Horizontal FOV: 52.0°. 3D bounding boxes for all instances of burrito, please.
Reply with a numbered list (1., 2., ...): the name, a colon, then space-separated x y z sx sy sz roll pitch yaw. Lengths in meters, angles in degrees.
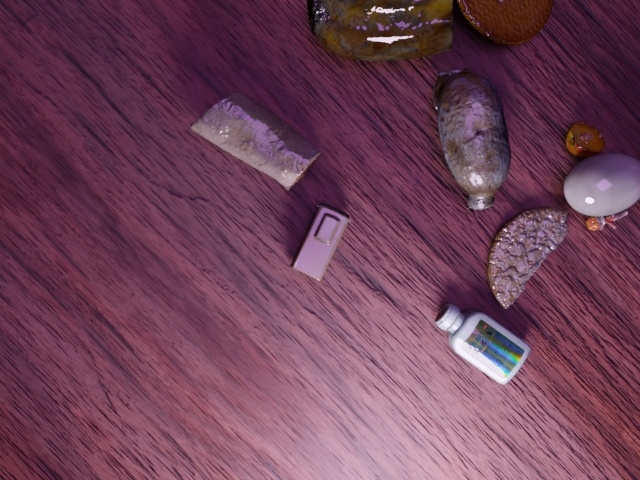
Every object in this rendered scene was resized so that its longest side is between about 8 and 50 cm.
1. burrito: -0.153 -0.250 1.587 0.299 0.105 0.143 33 94 -4

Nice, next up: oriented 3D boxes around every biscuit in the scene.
1. biscuit: 0.501 0.019 1.641 0.141 0.038 0.290 39 88 -1
2. biscuit: 0.441 -0.622 1.586 0.305 0.038 0.305 0 90 -24

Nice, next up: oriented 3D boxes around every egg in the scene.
1. egg: 0.694 -0.137 1.588 0.209 0.151 0.151 -12 91 -9

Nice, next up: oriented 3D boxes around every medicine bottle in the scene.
1. medicine bottle: 0.392 0.243 1.619 0.229 0.083 0.121 35 92 -1

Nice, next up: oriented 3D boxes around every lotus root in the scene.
1. lotus root: 0.371 -0.245 1.570 0.175 0.175 0.350 -15 94 -1
2. lotus root: 0.142 -0.544 1.527 0.346 0.250 0.250 -3 91 0

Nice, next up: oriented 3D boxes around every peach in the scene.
1. peach: 0.653 -0.245 1.631 0.098 0.061 0.098 8 62 -15

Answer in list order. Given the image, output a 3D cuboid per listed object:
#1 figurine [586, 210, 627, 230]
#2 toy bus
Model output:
1. figurine: 0.718 -0.056 1.644 0.109 0.047 0.064 -21 84 -10
2. toy bus: 0.000 0.000 1.593 0.091 0.103 0.182 26 90 -2
